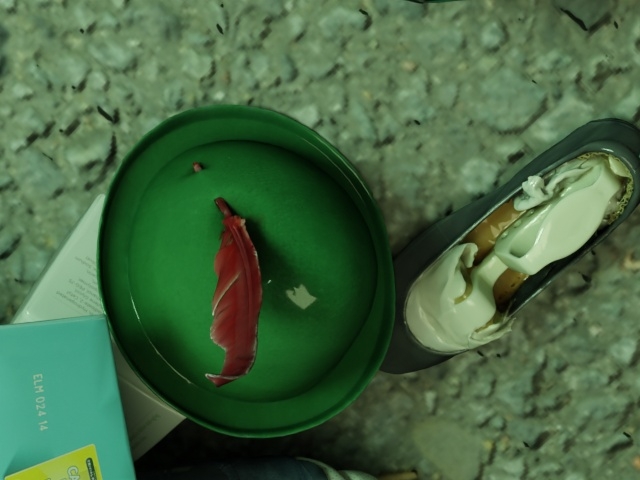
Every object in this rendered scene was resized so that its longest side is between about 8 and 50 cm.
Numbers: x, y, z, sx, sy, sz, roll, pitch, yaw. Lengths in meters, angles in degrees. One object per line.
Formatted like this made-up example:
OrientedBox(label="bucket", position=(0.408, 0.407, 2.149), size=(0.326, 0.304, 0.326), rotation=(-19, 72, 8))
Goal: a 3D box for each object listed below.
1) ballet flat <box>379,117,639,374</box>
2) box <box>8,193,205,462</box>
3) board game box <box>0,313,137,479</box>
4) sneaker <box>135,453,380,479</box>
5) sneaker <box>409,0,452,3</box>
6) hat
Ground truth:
OrientedBox(label="ballet flat", position=(0.097, 0.010, 0.830), size=(0.203, 0.074, 0.074), rotation=(-40, 103, 15))
OrientedBox(label="box", position=(-0.111, 0.050, 0.823), size=(0.102, 0.087, 0.101), rotation=(35, 146, -9))
OrientedBox(label="board game box", position=(-0.165, 0.226, 0.757), size=(0.079, 0.254, 0.336), rotation=(-5, 80, -37))
OrientedBox(label="sneaker", position=(-0.043, 0.262, 0.896), size=(0.236, 0.130, 0.323), rotation=(2, 123, -11))
OrientedBox(label="sneaker", position=(0.014, -0.179, 0.740), size=(0.302, 0.121, 0.108), rotation=(8, 109, 0))
OrientedBox(label="hat", position=(0.000, 0.000, 0.726), size=(0.173, 0.183, 0.208), rotation=(13, 67, -23))
